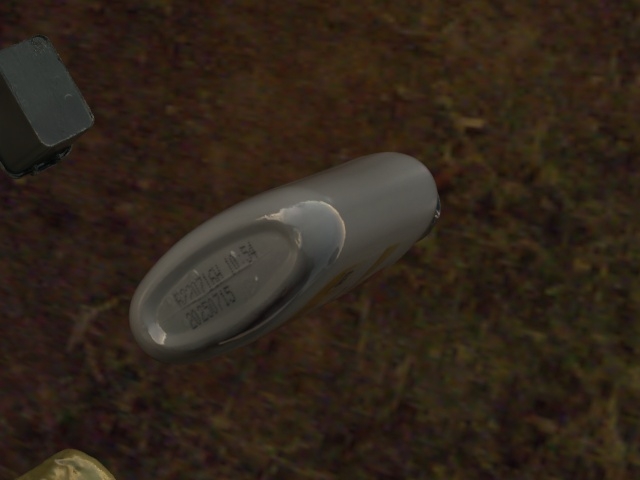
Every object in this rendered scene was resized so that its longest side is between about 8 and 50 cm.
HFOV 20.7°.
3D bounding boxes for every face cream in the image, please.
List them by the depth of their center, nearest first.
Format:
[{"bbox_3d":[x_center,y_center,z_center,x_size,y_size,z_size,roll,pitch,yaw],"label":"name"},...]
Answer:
[{"bbox_3d":[0.000,0.000,1.041,0.071,0.144,0.291,59,22,3],"label":"face cream"}]

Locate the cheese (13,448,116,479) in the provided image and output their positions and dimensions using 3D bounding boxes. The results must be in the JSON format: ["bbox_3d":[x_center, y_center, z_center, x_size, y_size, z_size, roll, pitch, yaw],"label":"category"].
[{"bbox_3d":[-0.302,0.366,2.088,0.214,0.117,0.226,58,28,-7],"label":"cheese"}]

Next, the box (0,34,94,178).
[{"bbox_3d":[-0.268,-0.126,1.610,0.084,0.069,0.122,-34,95,-42],"label":"box"}]
